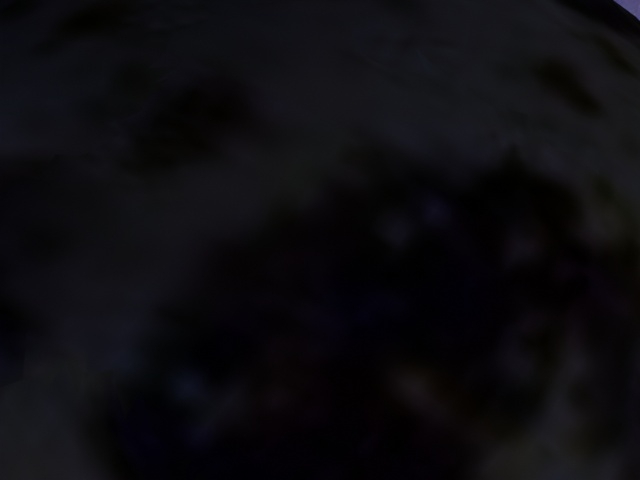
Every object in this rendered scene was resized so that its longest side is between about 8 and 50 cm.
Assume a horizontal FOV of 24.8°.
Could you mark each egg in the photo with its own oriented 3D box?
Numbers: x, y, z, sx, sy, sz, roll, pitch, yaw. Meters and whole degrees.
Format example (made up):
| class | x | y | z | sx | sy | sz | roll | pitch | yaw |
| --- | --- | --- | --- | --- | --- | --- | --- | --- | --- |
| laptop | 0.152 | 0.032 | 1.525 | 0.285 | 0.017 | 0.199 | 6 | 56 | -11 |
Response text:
| class | x | y | z | sx | sy | sz | roll | pitch | yaw |
| --- | --- | --- | --- | --- | --- | --- | --- | --- | --- |
| egg | -0.038 | 0.075 | 0.512 | 0.428 | 0.345 | 0.345 | -41 | -179 | 43 |
